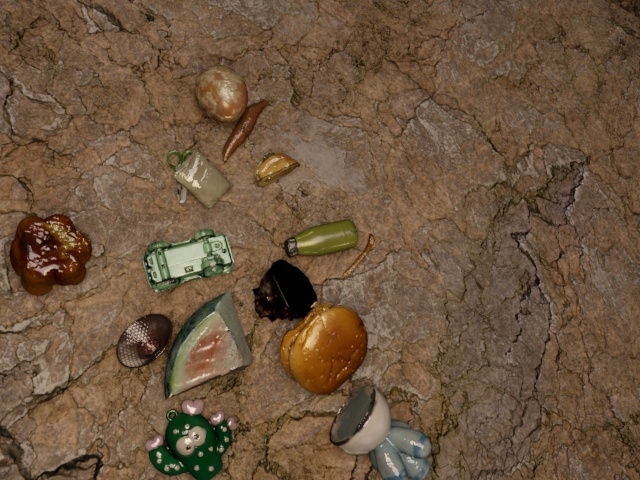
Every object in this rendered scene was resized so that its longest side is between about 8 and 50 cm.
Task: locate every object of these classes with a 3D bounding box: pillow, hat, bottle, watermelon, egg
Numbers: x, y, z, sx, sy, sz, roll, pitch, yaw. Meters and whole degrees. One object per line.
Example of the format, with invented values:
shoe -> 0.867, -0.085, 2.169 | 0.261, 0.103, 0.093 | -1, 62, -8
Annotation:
pillow -> -0.412, -0.212, 1.726 | 0.181, 0.078, 0.134 | 44, 71, -23
hat -> -0.543, 0.334, 1.562 | 0.193, 0.082, 0.193 | -11, 47, 12
bottle -> 0.000, 0.000, 1.763 | 0.260, 0.112, 0.112 | -13, 79, -17
watermelon -> -0.334, 0.351, 1.551 | 0.258, 0.228, 0.387 | 30, 76, -15
egg -> -0.357, -0.528, 1.773 | 0.195, 0.195, 0.233 | -24, 71, -19

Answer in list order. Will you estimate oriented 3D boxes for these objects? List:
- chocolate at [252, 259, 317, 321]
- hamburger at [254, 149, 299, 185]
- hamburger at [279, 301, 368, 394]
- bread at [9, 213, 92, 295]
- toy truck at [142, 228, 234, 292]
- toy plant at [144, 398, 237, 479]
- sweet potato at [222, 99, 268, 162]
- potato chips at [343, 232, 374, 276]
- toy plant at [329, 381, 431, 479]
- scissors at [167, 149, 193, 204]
chocolate -> -0.143, 0.201, 1.683 | 0.177, 0.206, 0.224 | -35, 71, 24
hamburger -> -0.173, -0.276, 1.813 | 0.176, 0.087, 0.102 | -29, 72, -11
hamburger -> 0.018, 0.342, 1.581 | 0.290, 0.170, 0.314 | -46, 131, -17
bread -> -0.841, 0.029, 1.533 | 0.232, 0.135, 0.247 | -19, 78, -31
toy truck -> -0.433, 0.069, 1.613 | 0.279, 0.156, 0.155 | -16, 80, -17
toy plant -> -0.394, 0.616, 1.504 | 0.243, 0.112, 0.232 | 33, 72, -10
sweet potato -> -0.284, -0.419, 1.824 | 0.066, 0.072, 0.314 | 33, 67, -19
potato chips -> 0.149, 0.059, 1.832 | 0.037, 0.026, 0.204 | 36, 71, 0
toy plant -> 0.220, 0.657, 1.594 | 0.332, 0.247, 0.247 | 40, 70, -6
scissors -> -0.493, -0.226, 1.743 | 0.101, 0.027, 0.204 | -3, 74, -12
